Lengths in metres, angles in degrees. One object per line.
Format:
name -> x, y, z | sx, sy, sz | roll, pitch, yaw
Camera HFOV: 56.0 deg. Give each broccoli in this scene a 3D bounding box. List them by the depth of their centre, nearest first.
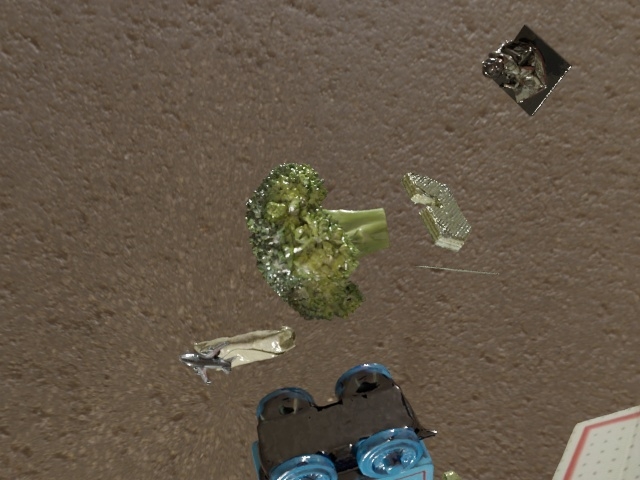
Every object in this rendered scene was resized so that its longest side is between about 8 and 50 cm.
broccoli -> -0.013, 0.013, 1.105 | 0.260, 0.288, 0.235 | 9, 56, 18

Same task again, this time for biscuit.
biscuit -> 0.299, -0.072, 1.510 | 0.147, 0.046, 0.249 | 16, 38, -30

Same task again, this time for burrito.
burrito -> -0.172, 0.244, 1.361 | 0.082, 0.276, 0.059 | 54, 34, -31

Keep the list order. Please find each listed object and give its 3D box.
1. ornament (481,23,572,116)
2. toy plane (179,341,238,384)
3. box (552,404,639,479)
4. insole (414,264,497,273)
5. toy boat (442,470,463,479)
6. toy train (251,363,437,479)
ornament -> 0.417, -0.377, 1.357 | 0.196, 0.153, 0.166 | -20, 63, -38
toy plane -> -0.162, 0.173, 0.863 | 0.083, 0.031, 0.078 | 17, 113, -24
box -> 0.210, 0.109, 0.175 | 0.095, 0.330, 0.210 | 53, 44, 1
insole -> 0.226, 0.049, 0.992 | 0.153, 0.053, 0.002 | 7, 86, -21
toy boat -> 0.246, 0.459, 0.958 | 0.089, 0.071, 0.185 | -10, 32, -20
toy train -> 0.040, 0.365, 1.024 | 0.301, 0.264, 0.188 | -14, 39, -8
